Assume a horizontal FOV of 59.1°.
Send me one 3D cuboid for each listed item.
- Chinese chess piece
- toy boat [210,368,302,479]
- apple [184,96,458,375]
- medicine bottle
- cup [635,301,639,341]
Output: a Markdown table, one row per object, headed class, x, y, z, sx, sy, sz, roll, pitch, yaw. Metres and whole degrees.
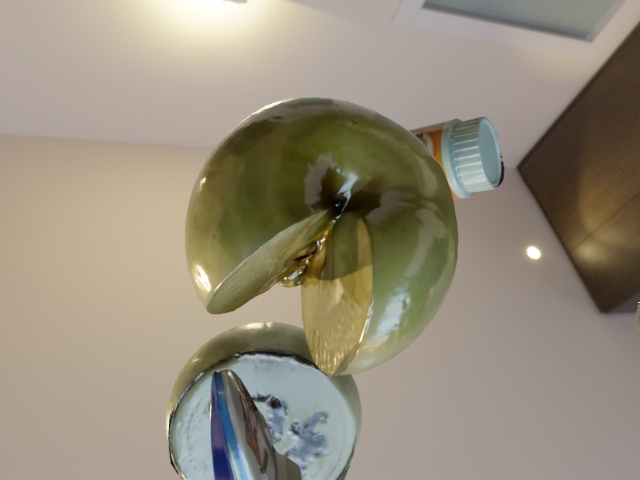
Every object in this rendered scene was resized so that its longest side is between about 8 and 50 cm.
| class | x | y | z | sx | sy | sz | roll | pitch | yaw |
| --- | --- | --- | --- | --- | --- | --- | --- | --- | --- |
| Chinese chess piece | -0.099 | 0.321 | 1.012 | 0.349 | 0.349 | 0.146 | 20 | -169 | -8 |
| toy boat | -0.072 | 0.257 | 0.632 | 0.088 | 0.295 | 0.129 | -14 | -152 | -1 |
| apple | 0.000 | 0.000 | 0.611 | 0.291 | 0.254 | 0.292 | 5 | -112 | -12 |
| medicine bottle | 0.195 | -0.149 | 1.151 | 0.158 | 0.318 | 0.158 | 18 | -112 | -53 |
| cup | 0.472 | 0.114 | 0.520 | 0.274 | 0.259 | 0.356 | 39 | -144 | 12 |
